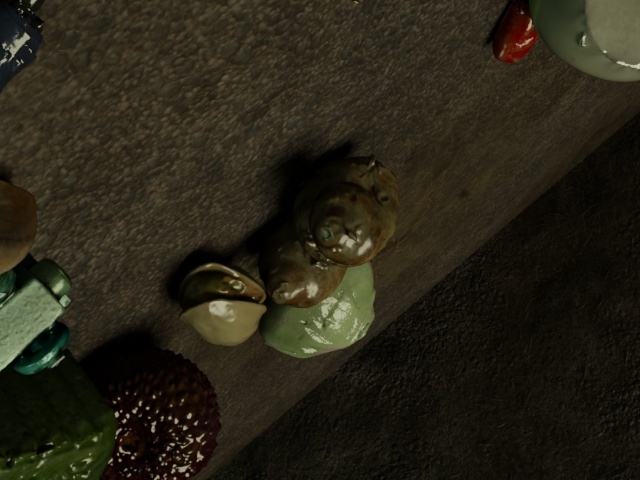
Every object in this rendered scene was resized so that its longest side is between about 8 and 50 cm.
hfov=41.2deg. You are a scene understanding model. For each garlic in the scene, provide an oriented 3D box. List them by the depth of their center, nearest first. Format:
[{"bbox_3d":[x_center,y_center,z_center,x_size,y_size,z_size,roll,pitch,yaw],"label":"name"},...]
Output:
[{"bbox_3d":[-0.339,-0.014,0.790,0.087,0.101,0.195,-18,162,21],"label":"garlic"}]

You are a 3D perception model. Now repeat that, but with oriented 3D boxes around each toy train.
[{"bbox_3d":[-0.398,0.122,0.891,0.298,0.194,0.120,-44,122,-19],"label":"toy train"}]

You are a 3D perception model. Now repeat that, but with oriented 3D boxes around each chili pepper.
[{"bbox_3d":[0.350,-0.371,1.500,0.073,0.070,0.123,-50,169,-40],"label":"chili pepper"}]

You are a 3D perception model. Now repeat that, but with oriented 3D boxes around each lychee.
[{"bbox_3d":[-0.285,0.291,1.447,0.271,0.271,0.271,-38,162,-14],"label":"lychee"}]

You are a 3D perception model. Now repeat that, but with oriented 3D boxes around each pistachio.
[{"bbox_3d":[-0.166,0.105,1.415,0.144,0.144,0.215,-41,156,-4],"label":"pistachio"}]

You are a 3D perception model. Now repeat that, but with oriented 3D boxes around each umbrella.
[{"bbox_3d":[-0.271,-0.156,0.692,0.248,0.071,0.071,-53,161,13],"label":"umbrella"}]

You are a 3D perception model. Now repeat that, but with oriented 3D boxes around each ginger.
[{"bbox_3d":[0.000,0.000,1.449,0.375,0.176,0.256,-45,-171,47],"label":"ginger"}]

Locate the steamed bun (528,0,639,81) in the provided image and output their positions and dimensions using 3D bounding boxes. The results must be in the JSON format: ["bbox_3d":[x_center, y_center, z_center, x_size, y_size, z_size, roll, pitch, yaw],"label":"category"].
[{"bbox_3d":[0.473,-0.409,1.367,0.309,0.309,0.309,-38,162,-14],"label":"steamed bun"}]

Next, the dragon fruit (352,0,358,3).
[{"bbox_3d":[0.051,-0.317,0.945,0.094,0.094,0.190,-40,168,-7],"label":"dragon fruit"}]

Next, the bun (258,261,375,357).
[{"bbox_3d":[0.017,0.152,1.832,0.293,0.187,0.293,-36,164,-12],"label":"bun"}]

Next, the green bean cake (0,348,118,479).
[{"bbox_3d":[-0.463,0.319,1.140,0.319,0.218,0.335,-49,163,21],"label":"green bean cake"}]
